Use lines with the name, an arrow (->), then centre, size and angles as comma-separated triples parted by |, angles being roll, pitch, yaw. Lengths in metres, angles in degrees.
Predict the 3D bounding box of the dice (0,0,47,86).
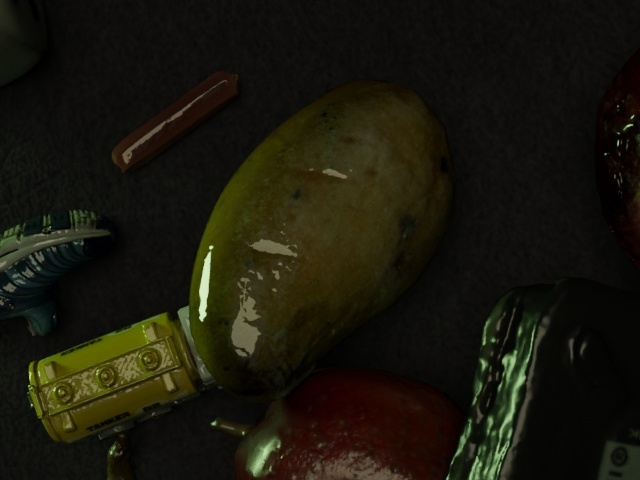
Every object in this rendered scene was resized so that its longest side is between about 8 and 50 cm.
dice -> -0.380, -0.239, 1.506 | 0.193, 0.192, 0.194 | -18, 84, 3

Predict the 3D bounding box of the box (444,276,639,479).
box -> 0.272, 0.227, 1.356 | 0.359, 0.091, 0.350 | 15, 90, -25

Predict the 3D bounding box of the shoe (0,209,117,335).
shoe -> -0.285, 0.042, 1.527 | 0.207, 0.091, 0.106 | -30, 104, -1

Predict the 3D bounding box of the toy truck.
toy truck -> -0.154, 0.118, 1.480 | 0.227, 0.114, 0.098 | -21, 82, 4

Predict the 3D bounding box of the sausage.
sausage -> -0.139, -0.117, 1.543 | 0.147, 0.035, 0.030 | -35, 78, 0

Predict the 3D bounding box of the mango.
mango -> -0.005, -0.005, 1.423 | 0.176, 0.175, 0.329 | 32, 67, 32

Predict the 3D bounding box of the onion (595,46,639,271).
onion -> 0.371, -0.069, 1.381 | 0.276, 0.276, 0.276 | -1, 84, 7

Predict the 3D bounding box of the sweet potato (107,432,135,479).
sweet potato -> -0.192, 0.252, 1.506 | 0.038, 0.041, 0.153 | 7, 98, -9

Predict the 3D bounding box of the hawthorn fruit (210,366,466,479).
hawthorn fruit -> 0.020, 0.206, 1.411 | 0.250, 0.215, 0.215 | 25, 88, 11
